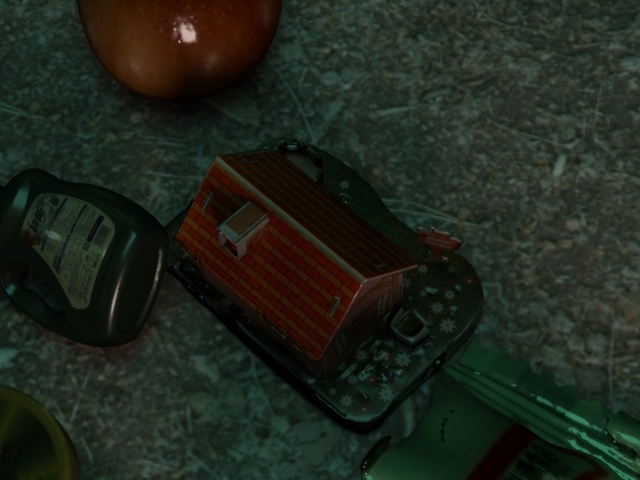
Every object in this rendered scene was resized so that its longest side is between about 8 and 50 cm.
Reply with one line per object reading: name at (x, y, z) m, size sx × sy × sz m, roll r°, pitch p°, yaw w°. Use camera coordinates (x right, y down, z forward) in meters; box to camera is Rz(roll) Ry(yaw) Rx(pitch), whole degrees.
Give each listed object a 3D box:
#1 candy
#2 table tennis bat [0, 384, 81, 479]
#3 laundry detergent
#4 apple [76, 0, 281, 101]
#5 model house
candy at (0.141, 0.250, 1.530) m, size 0.263 × 0.172 × 0.398 m, roll 37°, pitch 47°, yaw 10°
table tennis bat at (-0.338, 0.188, 1.588) m, size 0.198 × 0.050 × 0.321 m, roll -40°, pitch 56°, yaw -9°
laundry detergent at (-0.254, 0.008, 1.691) m, size 0.221 × 0.078 × 0.144 m, roll 21°, pitch 100°, yaw 27°
apple at (-0.144, -0.258, 1.800) m, size 0.210 × 0.173 × 0.235 m, roll -27°, pitch 62°, yaw -14°
model house at (-0.002, 0.000, 1.659) m, size 0.294 × 0.154 × 0.207 m, roll 40°, pitch 70°, yaw 22°
